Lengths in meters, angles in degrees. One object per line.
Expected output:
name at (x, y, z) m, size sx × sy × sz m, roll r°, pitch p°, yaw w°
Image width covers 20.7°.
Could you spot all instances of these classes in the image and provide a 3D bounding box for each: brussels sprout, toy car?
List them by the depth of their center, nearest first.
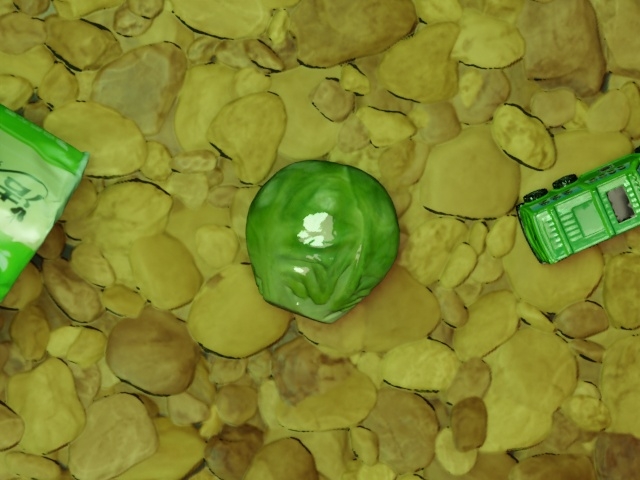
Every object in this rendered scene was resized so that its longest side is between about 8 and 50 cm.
brussels sprout at (-0.001, 0.000, 1.624) m, size 0.155 × 0.117 × 0.155 m, roll 0°, pitch 93°, yaw -8°
toy car at (0.270, -0.035, 1.654) m, size 0.165 × 0.062 × 0.071 m, roll -24°, pitch 101°, yaw 3°

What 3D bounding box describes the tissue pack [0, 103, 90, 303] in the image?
tissue pack at (-0.463, -0.026, 1.526) m, size 0.405 × 0.205 × 0.332 m, roll 32°, pitch 112°, yaw -11°
